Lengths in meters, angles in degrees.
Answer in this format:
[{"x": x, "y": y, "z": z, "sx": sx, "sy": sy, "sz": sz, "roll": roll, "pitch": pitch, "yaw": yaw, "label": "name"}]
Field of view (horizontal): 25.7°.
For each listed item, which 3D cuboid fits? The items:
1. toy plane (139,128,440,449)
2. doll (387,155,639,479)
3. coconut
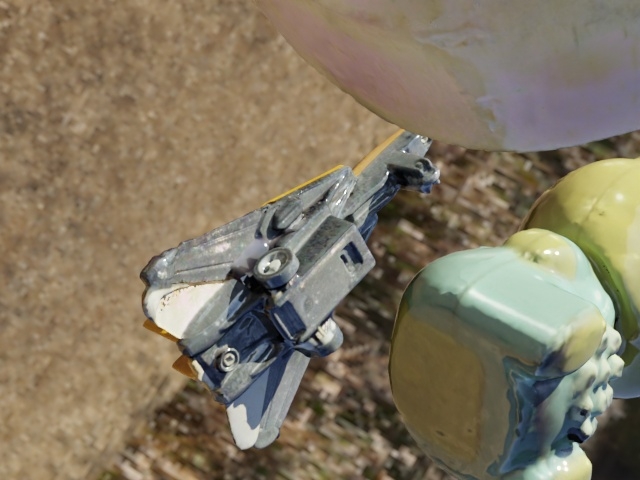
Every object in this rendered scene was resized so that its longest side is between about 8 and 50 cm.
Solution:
[{"x": 0.008, "y": 0.003, "z": 1.114, "sx": 0.316, "sy": 0.103, "sz": 0.204, "roll": -42, "pitch": 127, "yaw": -17, "label": "toy plane"}, {"x": 0.174, "y": 0.050, "z": 0.959, "sx": 0.260, "sy": 0.161, "sz": 0.177, "roll": -29, "pitch": 129, "yaw": -36, "label": "doll"}, {"x": 0.055, "y": -0.135, "z": 0.458, "sx": 0.197, "sy": 0.237, "sz": 0.237, "roll": -32, "pitch": 166, "yaw": 7, "label": "coconut"}]
